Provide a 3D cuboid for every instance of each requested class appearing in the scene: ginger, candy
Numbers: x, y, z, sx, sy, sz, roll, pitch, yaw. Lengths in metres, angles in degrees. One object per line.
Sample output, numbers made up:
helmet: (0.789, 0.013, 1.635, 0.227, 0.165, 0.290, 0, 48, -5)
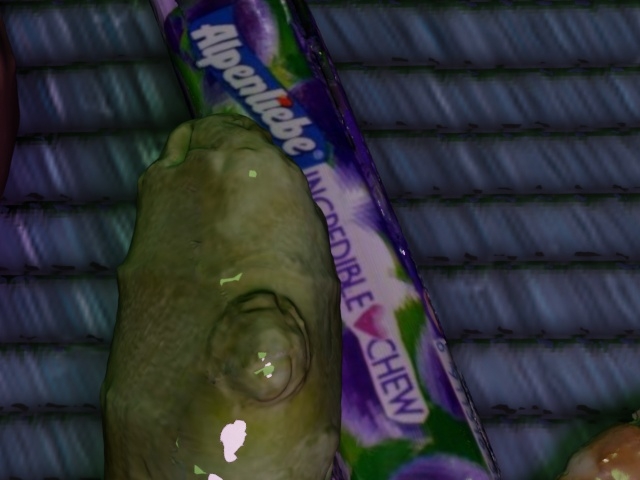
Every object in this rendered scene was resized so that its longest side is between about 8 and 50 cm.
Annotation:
ginger: (-0.044, 0.104, 0.530, 0.089, 0.137, 0.290, 6, 119, -1)
candy: (0.000, 0.000, 0.600, 0.061, 0.088, 0.312, -21, 65, -1)

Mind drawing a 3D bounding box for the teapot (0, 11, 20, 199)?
teapot: (-0.268, -0.084, 0.619, 0.312, 0.233, 0.315, 5, 47, 0)

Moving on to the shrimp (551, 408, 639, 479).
shrimp: (0.106, 0.138, 0.603, 0.180, 0.041, 0.099, -38, 89, -7)
